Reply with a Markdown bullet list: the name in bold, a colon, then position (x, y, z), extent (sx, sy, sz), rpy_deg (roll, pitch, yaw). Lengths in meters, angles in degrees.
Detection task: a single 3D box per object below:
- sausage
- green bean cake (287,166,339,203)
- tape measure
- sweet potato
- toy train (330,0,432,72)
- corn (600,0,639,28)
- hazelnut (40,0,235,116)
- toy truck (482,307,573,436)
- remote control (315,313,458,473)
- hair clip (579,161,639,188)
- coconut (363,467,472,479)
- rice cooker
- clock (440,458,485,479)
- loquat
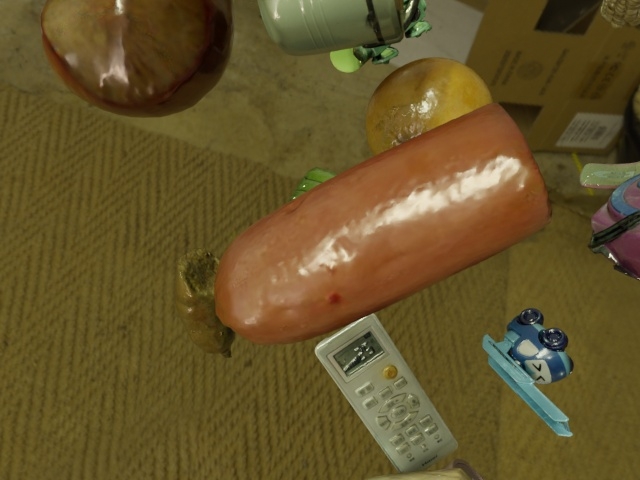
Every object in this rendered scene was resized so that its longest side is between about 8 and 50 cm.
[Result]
- **sausage**: position (0.034, -0.002, 0.461), extent (0.259, 0.113, 0.113), rpy_deg (-27, 61, 16)
- **green bean cake**: position (0.000, 0.000, 1.198), extent (0.125, 0.248, 0.222), rpy_deg (18, 54, 21)
- **tape measure**: position (0.559, -0.018, 0.957), extent (0.245, 0.231, 0.149), rpy_deg (-25, 109, -1)
- **sweet potato**: position (-0.295, 0.184, 1.593), extent (0.158, 0.369, 0.157), rpy_deg (2, 40, -1)
- **toy train**: position (0.128, -0.456, 1.345), extent (0.253, 0.157, 0.105), rpy_deg (-47, 119, -32)
- **corn**: position (0.397, -0.317, 0.747), extent (0.087, 0.211, 0.087), rpy_deg (-1, 85, 17)
- **hazelnut**: position (-0.318, -0.386, 1.124), extent (0.366, 0.366, 0.365), rpy_deg (4, 58, -7)
- **toy truck**: position (0.233, 0.133, 0.636), extent (0.074, 0.063, 0.136), rpy_deg (-31, 33, -6)
- **remote control**: position (0.111, 0.255, 0.993), extent (0.109, 0.055, 0.313), rpy_deg (-33, 109, 0)
- **hair clip**: position (0.555, -0.125, 1.149), extent (0.022, 0.137, 0.054), rpy_deg (29, 74, -33)
- **coconut**: position (0.172, 0.486, 0.911), extent (0.329, 0.328, 0.328), rpy_deg (4, 58, -7)
- **rice cooker**: position (0.028, -0.394, 0.900), extent (0.244, 0.226, 0.226), rpy_deg (-5, 56, 17)
- **clock**: position (0.375, 0.659, 1.551), extent (0.197, 0.068, 0.197), rpy_deg (41, 19, -18)
- **loquat**: position (0.220, -0.238, 1.241), extent (0.263, 0.263, 0.263), rpy_deg (4, 58, -7)
